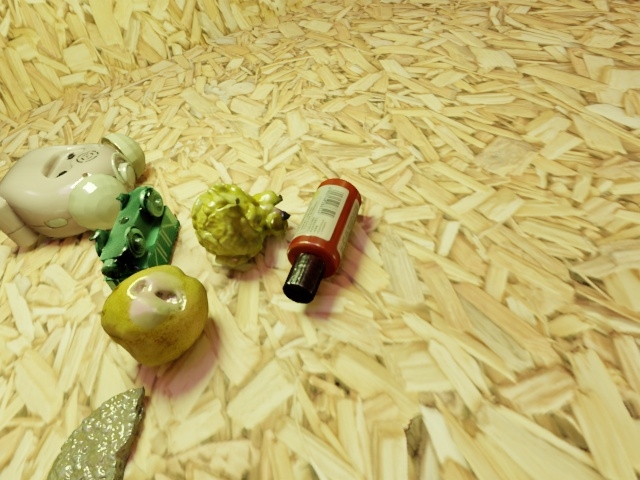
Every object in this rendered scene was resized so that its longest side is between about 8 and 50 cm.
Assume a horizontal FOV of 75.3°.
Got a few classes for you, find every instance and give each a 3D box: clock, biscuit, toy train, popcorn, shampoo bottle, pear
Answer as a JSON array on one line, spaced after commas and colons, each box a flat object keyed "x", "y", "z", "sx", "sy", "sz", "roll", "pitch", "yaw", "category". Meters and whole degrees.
[{"x": -0.658, "y": -0.149, "z": 1.124, "sx": 0.325, "sy": 0.184, "sz": 0.342, "roll": -9, "pitch": 49, "yaw": 1, "category": "clock"}, {"x": -0.352, "y": 0.349, "z": 0.626, "sx": 0.133, "sy": 0.032, "sz": 0.250, "roll": -11, "pitch": 45, "yaw": 8, "category": "biscuit"}, {"x": -0.393, "y": -0.006, "z": 0.906, "sx": 0.115, "sy": 0.154, "sz": 0.269, "roll": -12, "pitch": 43, "yaw": 6, "category": "toy train"}, {"x": -0.174, "y": -0.048, "z": 0.881, "sx": 0.195, "sy": 0.168, "sz": 0.173, "roll": -41, "pitch": 11, "yaw": -37, "category": "popcorn"}, {"x": 0.000, "y": 0.000, "z": 0.821, "sx": 0.104, "sy": 0.104, "sz": 0.278, "roll": 5, "pitch": 47, "yaw": 21, "category": "shampoo bottle"}, {"x": -0.284, "y": 0.127, "z": 0.734, "sx": 0.178, "sy": 0.178, "sz": 0.178, "roll": -8, "pitch": 44, "yaw": 8, "category": "pear"}]
